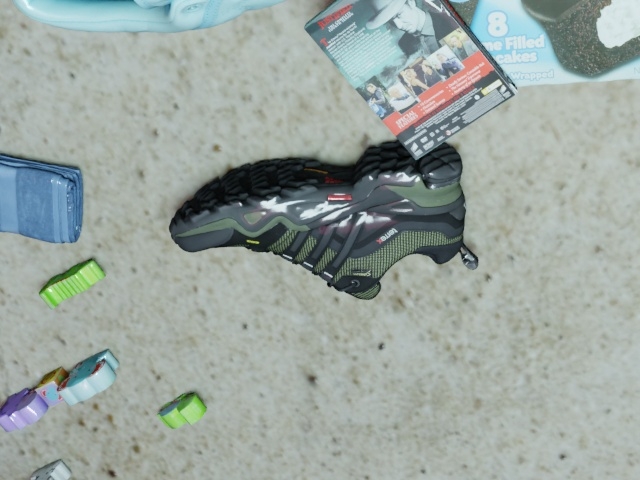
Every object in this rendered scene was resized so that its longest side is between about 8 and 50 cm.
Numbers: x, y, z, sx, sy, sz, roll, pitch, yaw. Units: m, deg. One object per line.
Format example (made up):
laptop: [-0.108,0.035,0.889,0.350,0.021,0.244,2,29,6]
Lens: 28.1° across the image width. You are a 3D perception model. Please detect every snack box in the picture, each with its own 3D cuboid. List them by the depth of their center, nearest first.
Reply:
snack box: [0.174,-0.195,0.807,0.322,0.060,0.187,-2,118,14]

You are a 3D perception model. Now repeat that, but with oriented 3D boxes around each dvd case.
dvd case: [0.059,-0.119,0.835,0.087,0.013,0.119,-33,110,29]

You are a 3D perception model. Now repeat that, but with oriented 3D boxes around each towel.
towel: [-0.247,-0.036,1.012,0.119,0.029,0.067,10,121,6]

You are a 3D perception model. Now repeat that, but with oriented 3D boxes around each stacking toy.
stacking toy: [-0.226,0.131,1.091,0.221,0.052,0.167,-28,110,25]

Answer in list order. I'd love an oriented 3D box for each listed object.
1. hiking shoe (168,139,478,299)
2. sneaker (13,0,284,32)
hiking shoe: [0.000,0.000,0.944,0.227,0.086,0.114,-8,114,16]
sneaker: [-0.041,-0.182,0.746,0.366,0.150,0.135,-10,120,42]
